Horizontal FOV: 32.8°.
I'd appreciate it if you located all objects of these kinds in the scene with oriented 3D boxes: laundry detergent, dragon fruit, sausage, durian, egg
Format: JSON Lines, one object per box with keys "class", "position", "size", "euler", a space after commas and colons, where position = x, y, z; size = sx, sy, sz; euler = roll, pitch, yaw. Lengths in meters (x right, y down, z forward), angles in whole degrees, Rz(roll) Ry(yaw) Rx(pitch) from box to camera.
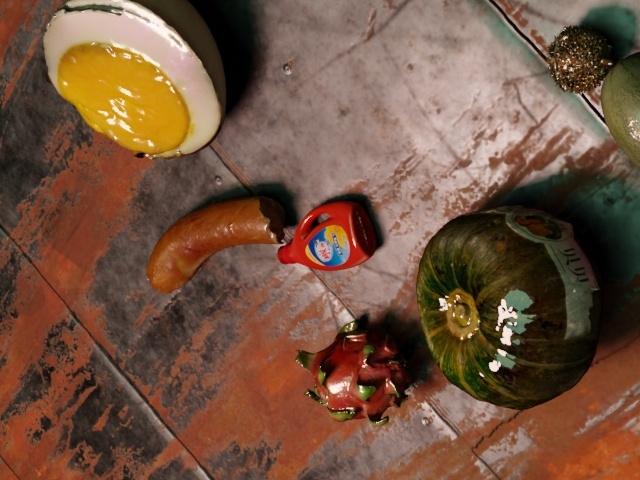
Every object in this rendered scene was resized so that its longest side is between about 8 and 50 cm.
{"class": "laundry detergent", "position": [0.000, 0.000, 1.573], "size": [0.165, 0.049, 0.097], "euler": [-15, 94, 40]}
{"class": "dragon fruit", "position": [0.038, 0.199, 1.587], "size": [0.236, 0.135, 0.137], "euler": [-9, 111, 56]}
{"class": "sausage", "position": [-0.170, -0.002, 1.673], "size": [0.302, 0.076, 0.103], "euler": [-23, 91, 40]}
{"class": "durian", "position": [0.301, -0.206, 1.249], "size": [0.091, 0.080, 0.080], "euler": [27, 126, 49]}
{"class": "egg", "position": [-0.241, -0.263, 1.562], "size": [0.264, 0.174, 0.286], "euler": [-18, 123, 40]}

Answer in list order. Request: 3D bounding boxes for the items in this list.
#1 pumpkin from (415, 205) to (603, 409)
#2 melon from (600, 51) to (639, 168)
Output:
{"class": "pumpkin", "position": [0.243, 0.081, 1.356], "size": [0.260, 0.189, 0.260], "euler": [9, 101, 59]}
{"class": "melon", "position": [0.382, -0.132, 1.201], "size": [0.167, 0.114, 0.114], "euler": [52, 130, 8]}
